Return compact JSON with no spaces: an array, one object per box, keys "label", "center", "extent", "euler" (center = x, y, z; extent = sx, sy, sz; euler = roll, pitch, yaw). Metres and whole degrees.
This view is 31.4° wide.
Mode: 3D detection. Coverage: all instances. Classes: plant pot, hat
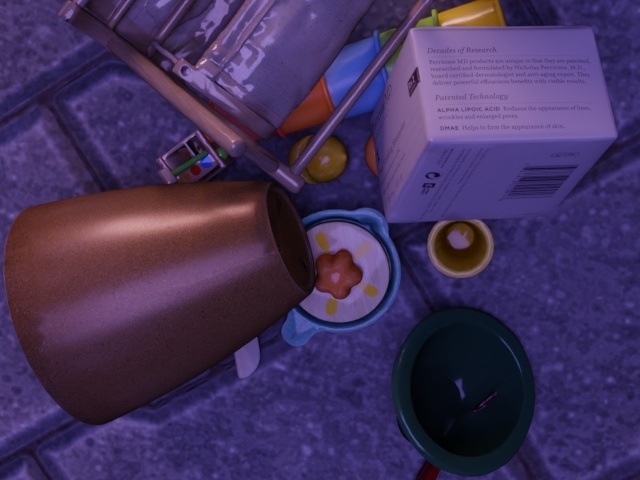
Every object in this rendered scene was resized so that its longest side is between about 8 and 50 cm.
[{"label":"plant pot","center":[-0.144,0.036,1.147],"extent":[0.254,0.237,0.237],"euler":[-20,99,16]},{"label":"hat","center":[0.114,0.192,1.272],"extent":[0.173,0.183,0.208],"euler":[38,62,-9]}]

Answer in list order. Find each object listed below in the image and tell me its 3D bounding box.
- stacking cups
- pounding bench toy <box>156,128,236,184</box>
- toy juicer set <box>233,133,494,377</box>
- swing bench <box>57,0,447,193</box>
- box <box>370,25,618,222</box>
[{"label":"stacking cups","center":[0.042,-0.160,1.169],"extent":[0.316,0.096,0.096],"euler":[-18,99,11]},{"label":"pounding bench toy","center":[-0.132,-0.085,1.210],"extent":[0.065,0.083,0.052],"euler":[-36,96,13]},{"label":"toy juicer set","center":[0.000,0.000,1.210],"extent":[0.329,0.089,0.209],"euler":[-27,98,12]},{"label":"swing bench","center":[-0.062,-0.229,1.085],"extent":[0.254,0.165,0.253],"euler":[40,95,22]},{"label":"box","center":[0.157,-0.107,1.085],"extent":[0.182,0.181,0.119],"euler":[-3,68,-11]}]
